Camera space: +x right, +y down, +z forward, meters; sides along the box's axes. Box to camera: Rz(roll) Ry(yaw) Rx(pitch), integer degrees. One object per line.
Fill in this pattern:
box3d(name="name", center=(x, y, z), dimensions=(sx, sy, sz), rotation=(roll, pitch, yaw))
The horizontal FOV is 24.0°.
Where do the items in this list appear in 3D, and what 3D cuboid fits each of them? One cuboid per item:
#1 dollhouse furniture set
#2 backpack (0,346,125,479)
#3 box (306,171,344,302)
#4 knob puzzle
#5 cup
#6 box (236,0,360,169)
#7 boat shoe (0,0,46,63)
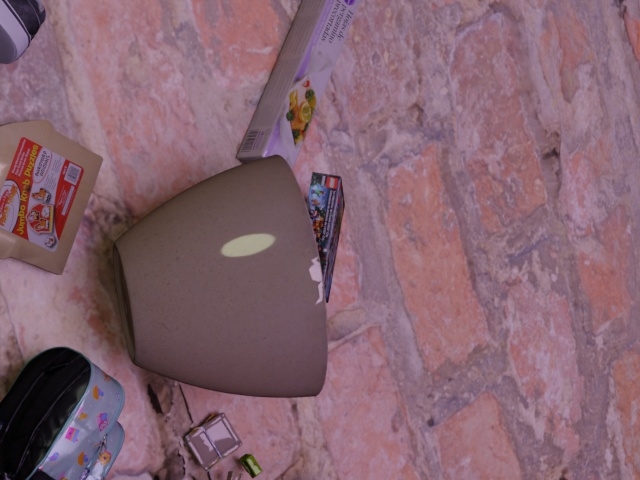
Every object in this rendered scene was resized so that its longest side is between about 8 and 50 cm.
box3d(name="dollhouse furniture set", center=(-0.140, 0.327, 2.182), dimensions=(0.076, 0.058, 0.151), rotation=(-33, 94, -29))
box3d(name="backpack", center=(-0.333, 0.235, 1.908), dimensions=(0.144, 0.166, 0.188), rotation=(37, 71, -39))
box3d(name="box", center=(0.000, 0.000, 2.187), dimensions=(0.233, 0.044, 0.159), rotation=(74, 26, -82))
box3d(name="knob puzzle", center=(-0.389, -0.067, 1.941), dimensions=(0.213, 0.030, 0.213), rotation=(-2, 93, -42))
box3d(name="cup", center=(-0.146, 0.064, 2.008), dimensions=(0.237, 0.331, 0.331), rotation=(-9, 98, -14))
box3d(name="box", center=(-0.028, -0.247, 2.242), dimensions=(0.063, 0.067, 0.324), rotation=(36, 67, -38))
box3d(name="boat shoe", center=(-0.437, -0.362, 1.839), dimensions=(0.306, 0.113, 0.105), rotation=(53, 52, -32))
